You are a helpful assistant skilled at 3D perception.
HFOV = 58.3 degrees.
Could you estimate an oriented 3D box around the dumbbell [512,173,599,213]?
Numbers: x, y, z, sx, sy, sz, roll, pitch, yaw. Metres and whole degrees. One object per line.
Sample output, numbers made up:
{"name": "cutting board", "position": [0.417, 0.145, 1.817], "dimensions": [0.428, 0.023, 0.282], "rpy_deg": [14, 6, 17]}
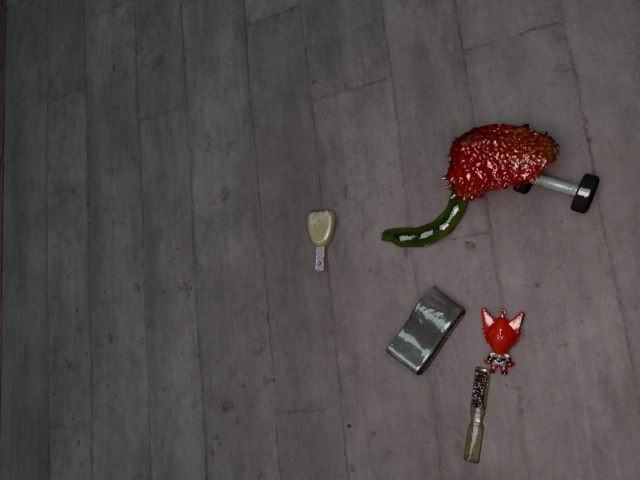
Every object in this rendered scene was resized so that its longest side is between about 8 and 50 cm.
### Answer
{"name": "dumbbell", "position": [0.604, -0.145, 1.480], "dimensions": [0.191, 0.100, 0.100], "rpy_deg": [22, 92, 26]}

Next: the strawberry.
{"name": "strawberry", "position": [0.452, -0.237, 1.482], "dimensions": [0.306, 0.137, 0.233], "rpy_deg": [-18, 41, 49]}

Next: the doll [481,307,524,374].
{"name": "doll", "position": [0.471, 0.264, 1.503], "dimensions": [0.109, 0.057, 0.169], "rpy_deg": [4, 82, 23]}

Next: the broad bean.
{"name": "broad bean", "position": [0.314, -0.063, 1.638], "dimensions": [0.292, 0.049, 0.144], "rpy_deg": [-44, 60, 11]}

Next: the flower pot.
{"name": "flower pot", "position": [0.290, 0.247, 1.567], "dimensions": [0.108, 0.103, 0.229], "rpy_deg": [37, 97, 25]}

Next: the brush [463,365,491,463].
{"name": "brush", "position": [0.411, 0.460, 1.514], "dimensions": [0.043, 0.036, 0.248], "rpy_deg": [7, 85, 30]}

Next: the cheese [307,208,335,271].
{"name": "cheese", "position": [0.000, 0.000, 1.780], "dimensions": [0.097, 0.037, 0.192], "rpy_deg": [-2, 80, 26]}
